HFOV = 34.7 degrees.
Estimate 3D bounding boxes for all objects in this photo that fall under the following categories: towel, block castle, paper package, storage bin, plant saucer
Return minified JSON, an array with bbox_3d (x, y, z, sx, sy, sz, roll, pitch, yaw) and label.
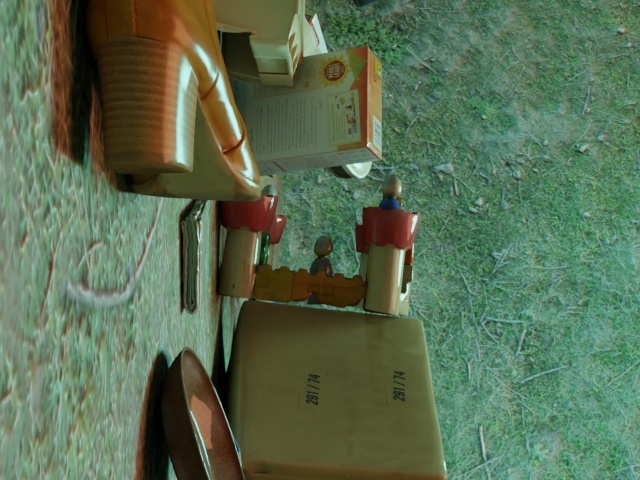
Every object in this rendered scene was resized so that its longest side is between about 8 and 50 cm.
[{"bbox_3d":[-0.142,0.012,1.173,0.152,0.023,0.113,-98,-169,-77],"label":"towel"},{"bbox_3d":[0.000,0.000,1.672,0.453,0.303,0.212,83,13,-87],"label":"block castle"},{"bbox_3d":[0.012,0.265,1.494,0.324,0.310,0.168,-95,-164,-52],"label":"paper package"},{"bbox_3d":[-0.083,-0.356,1.352,0.262,0.123,0.260,92,0,-86],"label":"storage bin"},{"bbox_3d":[-0.113,0.201,0.983,0.198,0.036,0.198,-20,90,-89],"label":"plant saucer"}]

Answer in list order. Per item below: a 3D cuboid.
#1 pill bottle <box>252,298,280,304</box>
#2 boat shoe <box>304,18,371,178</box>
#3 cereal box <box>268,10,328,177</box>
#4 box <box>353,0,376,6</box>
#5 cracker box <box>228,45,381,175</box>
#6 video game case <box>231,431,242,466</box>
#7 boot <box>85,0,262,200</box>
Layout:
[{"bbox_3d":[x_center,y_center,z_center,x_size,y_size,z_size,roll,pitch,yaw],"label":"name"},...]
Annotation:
[{"bbox_3d":[-0.113,0.110,2.151,0.120,0.067,0.067,89,2,-72],"label":"pill bottle"},{"bbox_3d":[-0.029,-0.232,1.620,0.324,0.097,0.116,58,39,-19],"label":"boat shoe"},{"bbox_3d":[-0.060,-0.249,1.742,0.240,0.047,0.173,-62,159,-18],"label":"cereal box"},{"bbox_3d":[0.176,-0.648,1.388,0.480,0.472,0.297,62,9,-51],"label":"box"},{"bbox_3d":[-0.028,-0.183,1.490,0.067,0.232,0.155,35,53,-62],"label":"cracker box"},{"bbox_3d":[-0.121,0.248,1.249,0.166,0.015,0.119,90,-26,-52],"label":"video game case"},{"bbox_3d":[-0.098,-0.141,0.756,0.295,0.104,0.211,50,41,-83],"label":"boot"}]
